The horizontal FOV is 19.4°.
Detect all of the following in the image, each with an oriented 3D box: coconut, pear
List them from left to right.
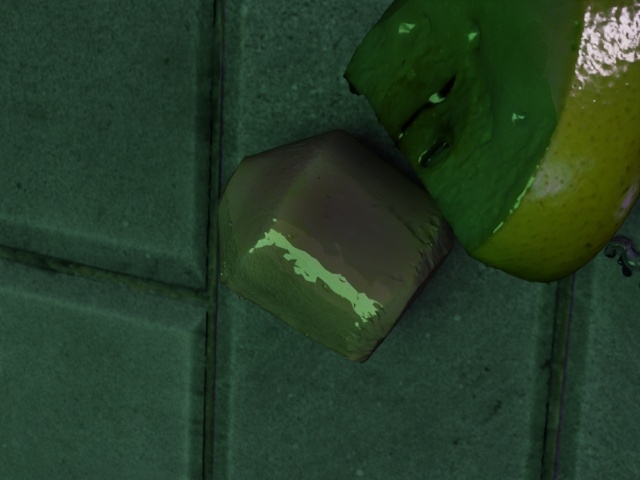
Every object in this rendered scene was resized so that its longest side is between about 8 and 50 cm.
[{"bbox_3d":[0.000,0.000,2.042,0.245,0.233,0.233,36,119,6],"label":"coconut"},{"bbox_3d":[0.227,-0.160,1.859,0.318,0.238,0.342,-54,41,22],"label":"pear"}]

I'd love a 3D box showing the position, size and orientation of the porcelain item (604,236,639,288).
[{"bbox_3d":[0.364,0.044,1.979,0.136,0.021,0.075,11,115,25],"label":"porcelain item"}]
